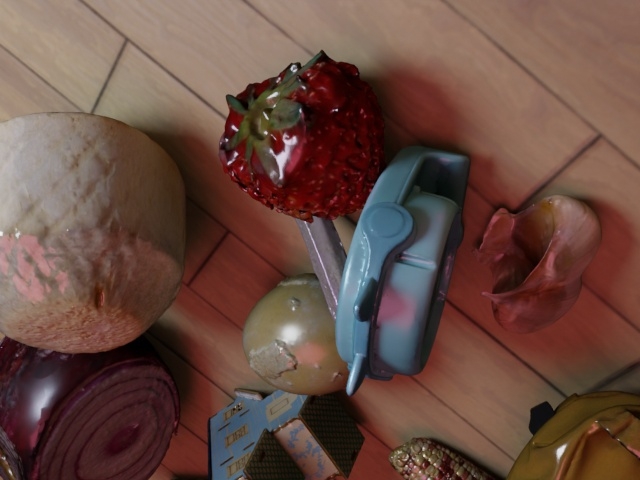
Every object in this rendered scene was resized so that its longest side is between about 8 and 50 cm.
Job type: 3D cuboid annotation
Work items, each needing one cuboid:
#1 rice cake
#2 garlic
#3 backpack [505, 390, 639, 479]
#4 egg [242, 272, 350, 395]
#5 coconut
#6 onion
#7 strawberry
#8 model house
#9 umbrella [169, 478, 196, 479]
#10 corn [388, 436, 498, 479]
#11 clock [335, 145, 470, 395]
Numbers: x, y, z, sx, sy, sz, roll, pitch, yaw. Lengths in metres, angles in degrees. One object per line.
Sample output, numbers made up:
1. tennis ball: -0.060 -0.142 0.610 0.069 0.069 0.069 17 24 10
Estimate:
1. rice cake: 0.000 0.000 0.821 0.206 0.047 0.036 66 163 11
2. garlic: 0.247 0.028 0.763 0.124 0.099 0.174 17 126 -6
3. backpack: 0.402 0.366 0.814 0.378 0.201 0.353 26 102 6
4. egg: -0.015 0.124 0.893 0.202 0.164 0.164 -15 113 37
5. coconut: -0.310 -0.025 0.861 0.329 0.329 0.328 11 123 17
6. onion: -0.399 0.256 1.066 0.260 0.282 0.336 26 139 31
7. strawberry: -0.004 -0.103 0.747 0.187 0.184 0.201 -37 127 17
8. model house: -0.044 0.314 1.010 0.206 0.271 0.178 -36 103 -2
9. umbrella: -0.147 0.479 1.223 0.338 0.067 0.073 -5 129 24
10. corn: 0.218 0.374 0.995 0.253 0.086 0.086 34 127 3
11. clock: 0.090 0.043 0.724 0.094 0.274 0.223 12 126 15
